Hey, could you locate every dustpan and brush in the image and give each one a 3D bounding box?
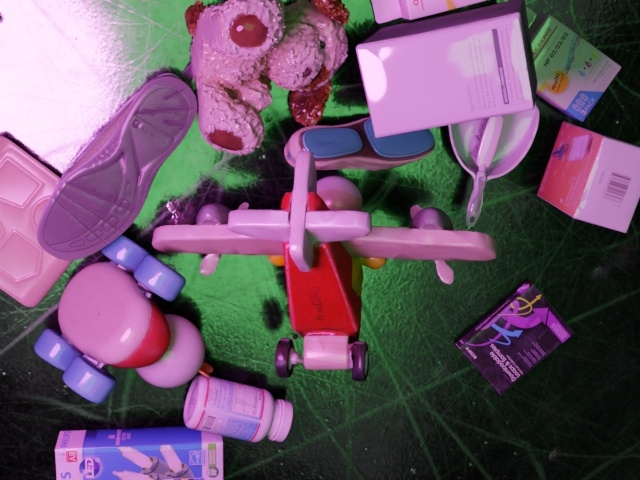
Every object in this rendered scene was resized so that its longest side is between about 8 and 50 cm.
[{"bbox_3d":[0.255,-0.127,1.735,0.147,0.060,0.211,12,101,-10],"label":"dustpan and brush"}]

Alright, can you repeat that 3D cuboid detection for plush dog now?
[{"bbox_3d":[-0.069,-0.277,1.620,0.225,0.210,0.262,-3,133,-21],"label":"plush dog"}]

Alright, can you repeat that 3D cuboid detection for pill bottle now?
[{"bbox_3d":[-0.129,0.271,1.760,0.160,0.087,0.087,16,100,-17],"label":"pill bottle"}]

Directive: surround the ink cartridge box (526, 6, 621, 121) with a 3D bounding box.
[{"bbox_3d":[0.356,-0.277,1.713,0.181,0.061,0.104,32,97,-13],"label":"ink cartridge box"}]

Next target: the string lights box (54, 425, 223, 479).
[{"bbox_3d":[-0.286,0.372,1.771,0.259,0.077,0.133,-2,104,-7],"label":"string lights box"}]

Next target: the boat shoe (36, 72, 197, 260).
[{"bbox_3d":[-0.299,-0.110,1.632,0.118,0.103,0.320,34,96,-19],"label":"boat shoe"}]

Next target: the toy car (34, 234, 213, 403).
[{"bbox_3d":[-0.264,0.148,1.693,0.238,0.210,0.219,38,84,-42],"label":"toy car"}]

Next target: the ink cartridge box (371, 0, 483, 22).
[{"bbox_3d":[0.171,-0.399,1.657,0.198,0.067,0.115,-16,105,-3],"label":"ink cartridge box"}]

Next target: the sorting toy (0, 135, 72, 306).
[{"bbox_3d":[-0.460,-0.028,1.680,0.208,0.038,0.193,38,96,-19],"label":"sorting toy"}]

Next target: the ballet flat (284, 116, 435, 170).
[{"bbox_3d":[0.056,-0.141,1.691,0.248,0.086,0.086,-3,104,-29],"label":"ballet flat"}]

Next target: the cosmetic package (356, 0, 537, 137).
[{"bbox_3d":[0.187,-0.248,1.584,0.224,0.224,0.138,-8,105,15],"label":"cosmetic package"}]

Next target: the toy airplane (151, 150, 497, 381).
[{"bbox_3d":[0.000,0.000,1.614,0.386,0.272,0.384,31,137,-23],"label":"toy airplane"}]

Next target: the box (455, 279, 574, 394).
[{"bbox_3d":[0.320,0.161,1.827,0.162,0.029,0.116,-41,105,4],"label":"box"}]

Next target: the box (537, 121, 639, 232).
[{"bbox_3d":[0.420,-0.100,1.706,0.091,0.170,0.130,15,101,-12],"label":"box"}]
